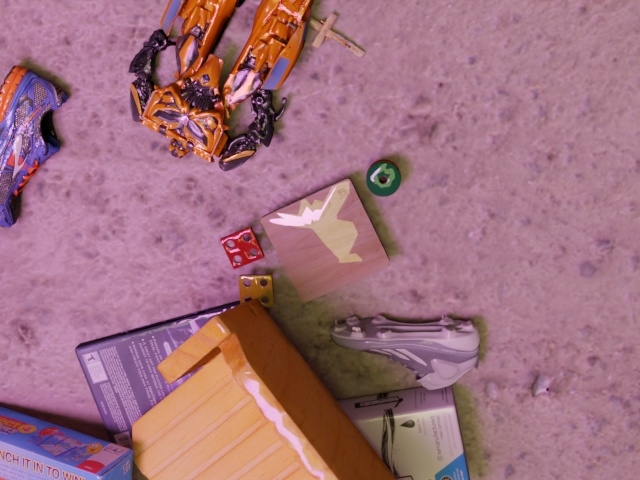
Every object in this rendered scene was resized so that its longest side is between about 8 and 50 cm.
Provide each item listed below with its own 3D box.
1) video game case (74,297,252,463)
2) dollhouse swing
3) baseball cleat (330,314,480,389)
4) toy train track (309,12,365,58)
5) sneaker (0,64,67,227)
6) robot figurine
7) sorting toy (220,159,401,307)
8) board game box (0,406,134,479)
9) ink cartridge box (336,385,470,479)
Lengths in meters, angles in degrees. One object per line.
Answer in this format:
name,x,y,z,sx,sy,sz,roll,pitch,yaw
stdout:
video game case,-0.193,0.206,1.382,0.274,0.026,0.196,-16,104,7
dollhouse swing,-0.108,0.306,1.218,0.305,0.315,0.347,-38,86,7
baseball cleat,0.116,0.158,1.322,0.205,0.072,0.110,0,113,8
toy train track,0.020,-0.262,1.239,0.083,0.014,0.048,31,99,-11
sneaker,-0.395,-0.116,1.278,0.087,0.083,0.221,15,110,-8
robot figurine,-0.129,-0.231,1.219,0.211,0.085,0.291,29,106,1
sorting toy,0.000,0.000,1.297,0.274,0.046,0.132,-25,103,10
board game box,-0.426,0.410,1.377,0.308,0.086,0.302,13,106,20
ink cartridge box,0.100,0.297,1.354,0.203,0.086,0.148,-11,104,8
